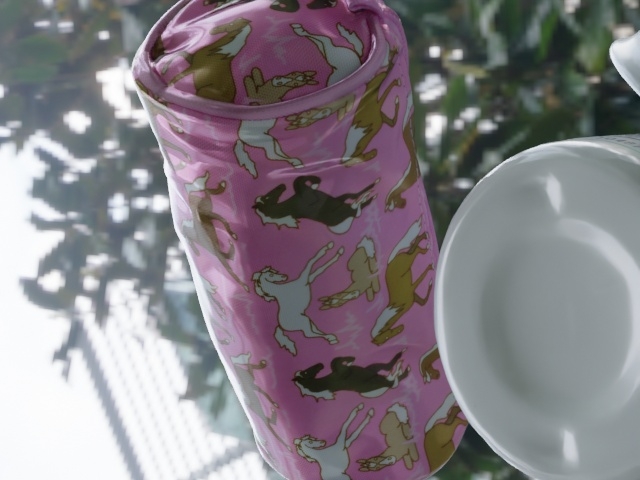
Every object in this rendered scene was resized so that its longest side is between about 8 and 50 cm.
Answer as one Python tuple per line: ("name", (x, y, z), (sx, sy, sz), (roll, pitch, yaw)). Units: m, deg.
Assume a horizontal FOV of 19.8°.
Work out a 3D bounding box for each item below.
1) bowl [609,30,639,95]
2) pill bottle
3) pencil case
("bowl", (0.422, -0.142, 1.668), (0.298, 0.298, 0.134), (19, -65, -38))
("pill bottle", (0.255, 0.029, 1.149), (0.361, 0.204, 0.204), (-8, -82, -47))
("pencil case", (0.000, 0.000, 1.218), (0.167, 0.160, 0.386), (-48, -39, -29))
